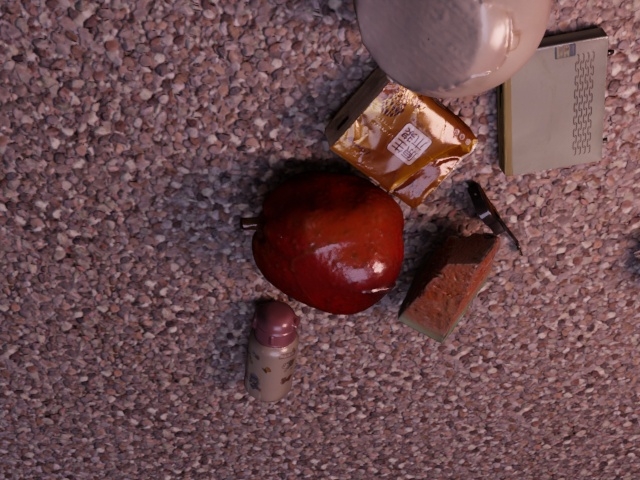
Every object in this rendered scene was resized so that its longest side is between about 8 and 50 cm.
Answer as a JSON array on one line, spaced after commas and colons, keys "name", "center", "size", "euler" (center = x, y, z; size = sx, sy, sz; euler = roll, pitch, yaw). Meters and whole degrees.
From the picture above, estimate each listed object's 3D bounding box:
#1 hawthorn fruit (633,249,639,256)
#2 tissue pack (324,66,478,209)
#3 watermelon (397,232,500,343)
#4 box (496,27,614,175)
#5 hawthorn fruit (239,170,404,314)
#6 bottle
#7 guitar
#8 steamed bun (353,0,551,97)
[{"name": "hawthorn fruit", "center": [0.772, 0.054, 1.927], "size": [0.299, 0.211, 0.211], "euler": [16, 127, -7]}, {"name": "tissue pack", "center": [0.146, -0.186, 1.699], "size": [0.226, 0.092, 0.183], "euler": [35, 108, -27]}, {"name": "watermelon", "center": [0.269, 0.064, 1.871], "size": [0.139, 0.193, 0.257], "euler": [29, 151, 5]}, {"name": "box", "center": [0.423, -0.248, 1.720], "size": [0.210, 0.045, 0.270], "euler": [-11, 130, 2]}, {"name": "hawthorn fruit", "center": [0.000, 0.000, 1.746], "size": [0.307, 0.265, 0.265], "euler": [8, 129, -10]}, {"name": "bottle", "center": [-0.102, 0.231, 2.021], "size": [0.110, 0.110, 0.233], "euler": [2, 130, -9]}, {"name": "guitar", "center": [0.355, -0.029, 1.888], "size": [0.025, 0.088, 0.233], "euler": [-29, 137, 16]}, {"name": "steamed bun", "center": [0.221, -0.379, 1.458], "size": [0.309, 0.309, 0.309], "euler": [-3, 131, -4]}]
